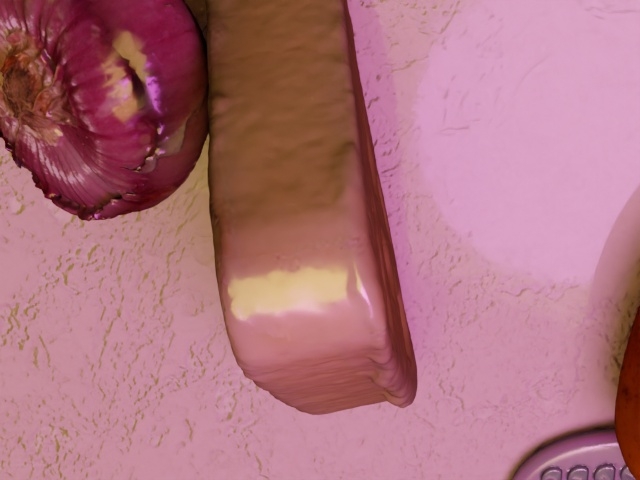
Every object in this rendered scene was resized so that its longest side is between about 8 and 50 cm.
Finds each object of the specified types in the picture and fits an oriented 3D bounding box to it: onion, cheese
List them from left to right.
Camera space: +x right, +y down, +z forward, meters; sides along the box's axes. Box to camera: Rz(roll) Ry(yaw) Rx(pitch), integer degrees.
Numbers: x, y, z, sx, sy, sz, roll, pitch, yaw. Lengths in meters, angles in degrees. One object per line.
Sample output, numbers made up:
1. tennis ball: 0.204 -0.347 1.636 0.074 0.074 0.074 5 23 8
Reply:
1. onion: -0.154 -0.132 1.090 0.163 0.230 0.230 -24 109 -32
2. cheese: 0.000 -0.001 1.088 0.104 0.384 0.384 -10 107 5

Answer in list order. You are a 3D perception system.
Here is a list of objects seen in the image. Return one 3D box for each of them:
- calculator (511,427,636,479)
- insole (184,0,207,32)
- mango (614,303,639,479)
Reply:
1. calculator: 0.306 0.246 1.256 0.299 0.041 0.185 3 108 4
2. insole: -0.113 -0.202 1.153 0.081 0.011 0.248 40 105 -9
3. mango: 0.358 0.058 1.118 0.199 0.201 0.350 21 96 -28
